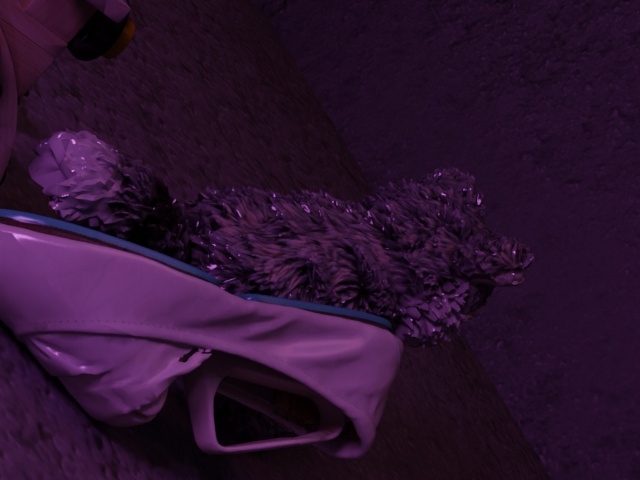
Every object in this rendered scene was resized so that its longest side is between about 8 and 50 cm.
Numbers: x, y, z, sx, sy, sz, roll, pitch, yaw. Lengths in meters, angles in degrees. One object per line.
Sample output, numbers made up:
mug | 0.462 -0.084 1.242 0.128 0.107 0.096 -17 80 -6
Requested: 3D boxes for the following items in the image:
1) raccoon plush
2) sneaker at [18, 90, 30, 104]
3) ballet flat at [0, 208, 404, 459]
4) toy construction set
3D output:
raccoon plush | 0.000 0.000 1.198 0.216 0.299 0.446 60 6 27
sneaker | -0.326 -0.194 1.176 0.237 0.085 0.086 45 5 -47
ballet flat | -0.096 0.085 1.027 0.400 0.139 0.139 19 30 -37
toy construction set | -0.252 -0.156 0.929 0.257 0.237 0.309 49 11 -13
